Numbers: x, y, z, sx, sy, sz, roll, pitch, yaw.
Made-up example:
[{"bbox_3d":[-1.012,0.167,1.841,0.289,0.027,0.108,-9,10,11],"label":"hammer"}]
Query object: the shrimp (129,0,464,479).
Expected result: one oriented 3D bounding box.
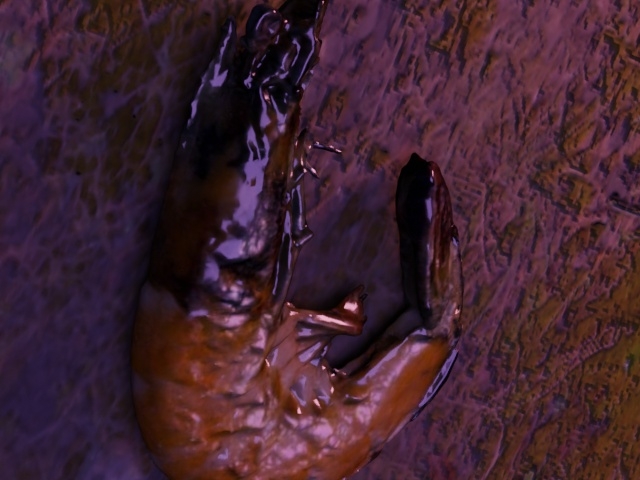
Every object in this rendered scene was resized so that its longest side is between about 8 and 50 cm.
[{"bbox_3d":[0.000,0.000,1.170,0.272,0.085,0.445,-2,111,-23],"label":"shrimp"}]
